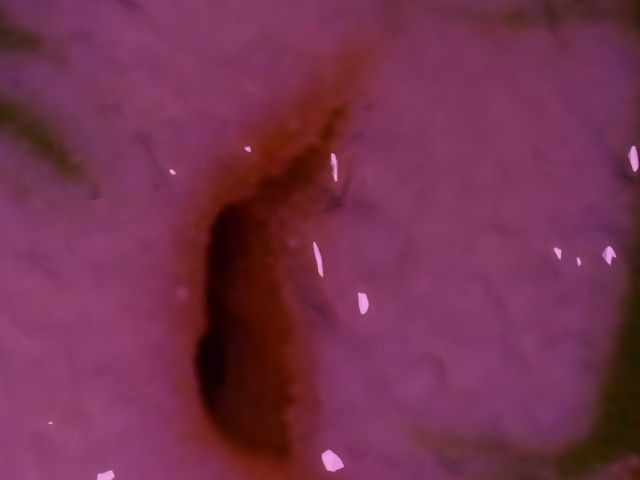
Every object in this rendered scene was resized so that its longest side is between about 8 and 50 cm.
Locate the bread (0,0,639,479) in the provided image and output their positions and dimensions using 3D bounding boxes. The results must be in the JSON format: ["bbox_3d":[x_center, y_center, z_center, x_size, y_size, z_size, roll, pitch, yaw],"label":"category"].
[{"bbox_3d":[0.000,0.000,0.447,0.382,0.129,0.366,0,67,5],"label":"bread"}]
